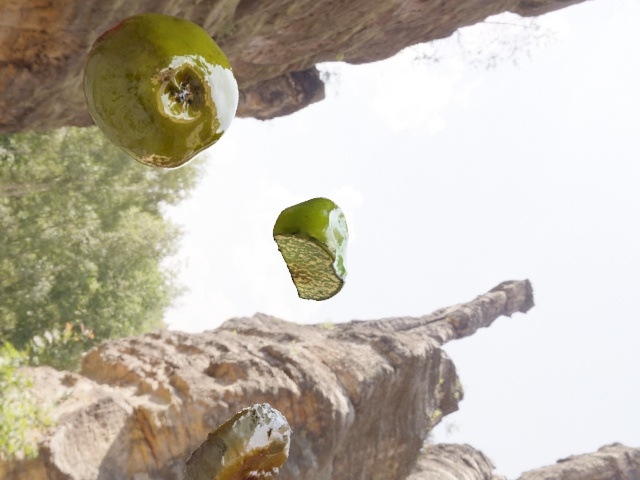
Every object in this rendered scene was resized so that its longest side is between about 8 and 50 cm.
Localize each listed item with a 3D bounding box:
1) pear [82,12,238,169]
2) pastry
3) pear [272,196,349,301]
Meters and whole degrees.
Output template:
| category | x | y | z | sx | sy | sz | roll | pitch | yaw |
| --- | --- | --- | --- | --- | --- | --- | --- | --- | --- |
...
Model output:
| category | x | y | z | sx | sy | sz | roll | pitch | yaw |
| --- | --- | --- | --- | --- | --- | --- | --- | --- | --- |
| pear | -0.321 | -0.294 | 1.027 | 0.375 | 0.287 | 0.287 | 15 | -67 | 62 |
| pastry | -0.166 | 0.469 | 1.077 | 0.121 | 0.235 | 0.257 | 36 | -67 | 34 |
| pear | 0.000 | 0.000 | 1.412 | 0.292 | 0.159 | 0.293 | -5 | 90 | -74 |
